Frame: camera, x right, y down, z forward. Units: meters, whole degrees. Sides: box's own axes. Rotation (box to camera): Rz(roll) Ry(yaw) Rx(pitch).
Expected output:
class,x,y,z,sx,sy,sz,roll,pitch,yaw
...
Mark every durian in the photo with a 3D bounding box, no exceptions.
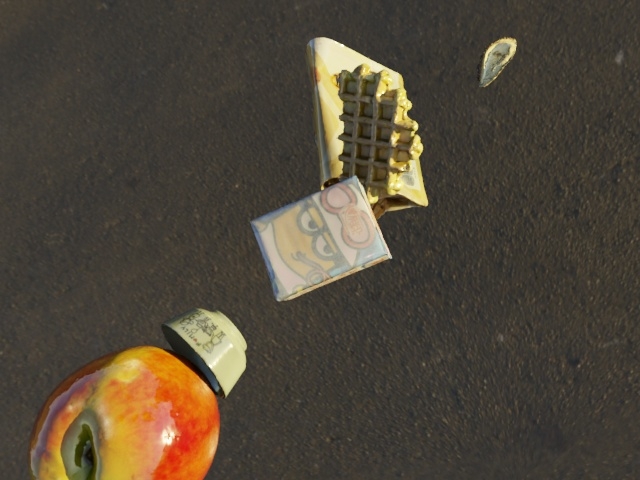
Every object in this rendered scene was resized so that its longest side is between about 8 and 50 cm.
class,x,y,z,sx,sy,sz,roll,pitch,yaw
durian,0.404,-0.418,1.422,0.066,0.052,0.130,41,109,12

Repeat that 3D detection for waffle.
class,x,y,z,sx,sy,sz,roll,pitch,yaw
waffle,0.064,-0.152,0.879,0.161,0.046,0.191,-29,91,31

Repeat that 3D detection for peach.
class,x,y,z,sx,sy,sz,roll,pitch,yaw
peach,-0.381,0.397,1.248,0.389,0.388,0.388,-7,66,15

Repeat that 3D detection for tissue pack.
class,x,y,z,sx,sy,sz,roll,pitch,yaw
tissue pack,0.000,0.000,0.795,0.155,0.065,0.115,-22,79,7

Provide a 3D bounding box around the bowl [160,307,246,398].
class,x,y,z,sx,sy,sz,roll,pitch,yaw
bowl,-0.238,0.227,1.320,0.211,0.211,0.112,36,63,27

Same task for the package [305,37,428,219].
class,x,y,z,sx,sy,sz,roll,pitch,yaw
package,0.046,-0.179,1.117,0.165,0.221,0.311,-38,50,42
